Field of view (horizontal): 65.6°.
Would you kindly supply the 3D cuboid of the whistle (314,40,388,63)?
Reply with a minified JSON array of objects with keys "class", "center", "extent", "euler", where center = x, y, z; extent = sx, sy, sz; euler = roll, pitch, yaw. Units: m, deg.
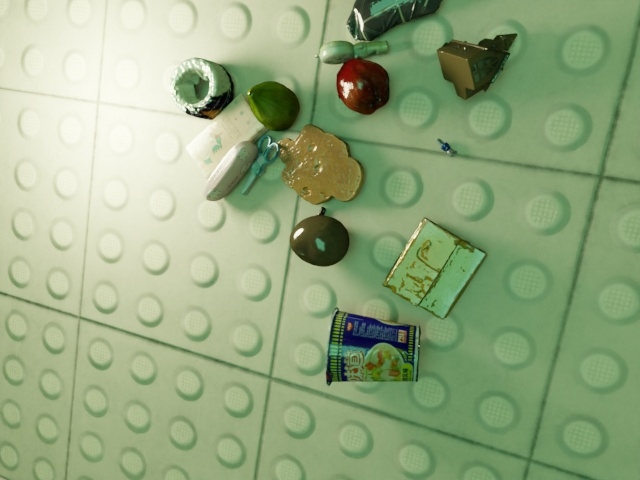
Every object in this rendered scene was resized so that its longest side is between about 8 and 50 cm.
[{"class":"whistle","center":[0.107,-0.667,1.742],"extent":[0.258,0.126,0.067],"euler":[-4,93,6]}]

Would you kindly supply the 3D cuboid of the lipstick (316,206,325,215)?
[{"class":"lipstick","center":[-0.027,-0.050,1.900],"extent":[0.027,0.027,0.176],"euler":[33,104,13]}]

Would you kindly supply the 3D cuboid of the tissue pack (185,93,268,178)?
[{"class":"tissue pack","center":[-0.370,-0.403,1.953],"extent":[0.325,0.071,0.170],"euler":[-38,81,18]}]

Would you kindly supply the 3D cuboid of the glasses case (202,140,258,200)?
[{"class":"glasses case","center":[-0.351,-0.266,1.925],"extent":[0.297,0.113,0.075],"euler":[-47,71,25]}]

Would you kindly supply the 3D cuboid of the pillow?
[{"class":"pillow","center":[0.244,-0.798,1.687],"extent":[0.335,0.093,0.161],"euler":[-15,94,21]}]

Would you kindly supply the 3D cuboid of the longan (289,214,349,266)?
[{"class":"longan","center":[0.000,0.000,1.805],"extent":[0.220,0.197,0.196],"euler":[6,98,26]}]

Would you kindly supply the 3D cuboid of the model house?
[{"class":"model house","center":[0.538,-0.585,1.599],"extent":[0.248,0.181,0.176],"euler":[-32,128,-6]}]

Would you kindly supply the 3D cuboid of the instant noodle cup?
[{"class":"instant noodle cup","center":[0.193,0.389,1.760],"extent":[0.313,0.284,0.283],"euler":[3,97,11]}]

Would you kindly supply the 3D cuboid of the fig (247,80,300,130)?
[{"class":"fig","center":[-0.187,-0.503,1.818],"extent":[0.167,0.234,0.167],"euler":[-30,50,42]}]

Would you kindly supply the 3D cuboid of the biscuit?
[{"class":"biscuit","center":[-0.010,-0.275,1.852],"extent":[0.376,0.051,0.269],"euler":[30,107,17]}]

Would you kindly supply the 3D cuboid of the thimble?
[{"class":"thimble","center":[-0.464,-0.589,1.925],"extent":[0.238,0.150,0.237],"euler":[2,96,20]}]

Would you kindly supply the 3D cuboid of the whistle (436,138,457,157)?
[{"class":"whistle","center":[0.435,-0.321,1.709],"extent":[0.083,0.029,0.033],"euler":[45,71,4]}]

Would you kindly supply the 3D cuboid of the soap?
[{"class":"soap","center":[0.393,0.099,1.717],"extent":[0.259,0.143,0.281],"euler":[31,100,11]}]

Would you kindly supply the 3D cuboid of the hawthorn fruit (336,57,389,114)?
[{"class":"hawthorn fruit","center":[0.137,-0.538,1.716],"extent":[0.185,0.185,0.202],"euler":[-51,62,17]}]

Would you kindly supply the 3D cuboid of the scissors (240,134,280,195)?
[{"class":"scissors","center":[-0.243,-0.282,1.932],"extent":[0.125,0.030,0.256],"euler":[48,116,35]}]
